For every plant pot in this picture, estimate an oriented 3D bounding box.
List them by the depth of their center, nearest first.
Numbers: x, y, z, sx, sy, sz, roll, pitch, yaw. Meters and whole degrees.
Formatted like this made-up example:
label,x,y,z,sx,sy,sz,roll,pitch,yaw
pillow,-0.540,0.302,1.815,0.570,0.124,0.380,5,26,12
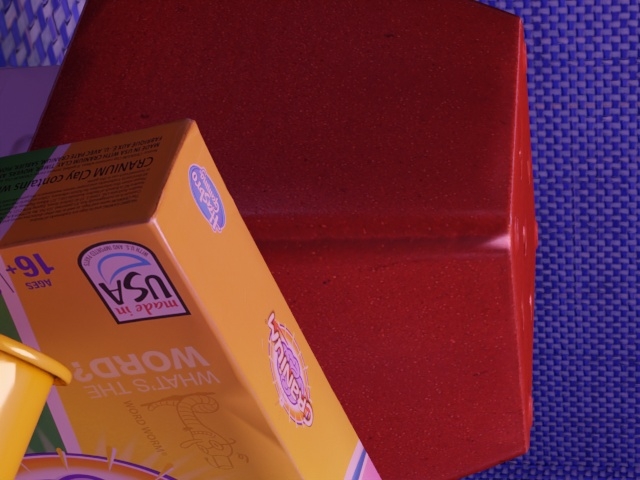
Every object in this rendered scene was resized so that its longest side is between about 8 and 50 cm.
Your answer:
label,x,y,z,sx,sy,sz,roll,pitch,yaw
plant pot,0.000,0.000,0.828,0.267,0.236,0.267,79,15,-44

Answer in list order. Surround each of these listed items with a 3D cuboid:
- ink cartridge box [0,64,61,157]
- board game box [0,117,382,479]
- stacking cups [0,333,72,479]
label,x,y,z,sx,sy,sz,roll,pitch,yaw
ink cartridge box,-0.169,0.063,0.879,0.207,0.117,0.283,-79,164,-45
board game box,-0.109,0.101,0.704,0.064,0.242,0.316,-76,148,-46
stacking cups,-0.194,0.176,0.529,0.096,0.096,0.316,60,49,-68
